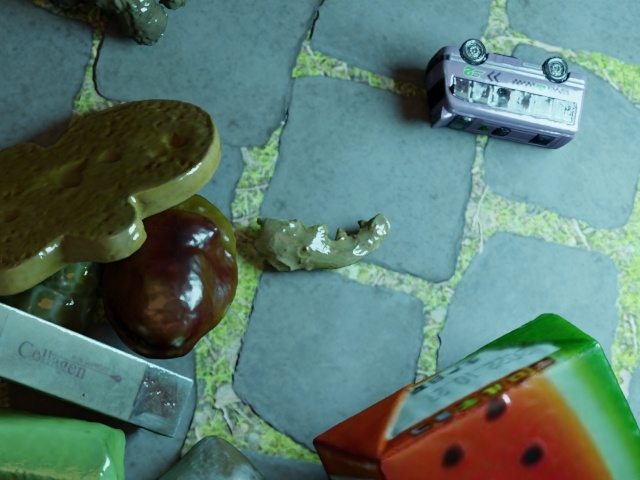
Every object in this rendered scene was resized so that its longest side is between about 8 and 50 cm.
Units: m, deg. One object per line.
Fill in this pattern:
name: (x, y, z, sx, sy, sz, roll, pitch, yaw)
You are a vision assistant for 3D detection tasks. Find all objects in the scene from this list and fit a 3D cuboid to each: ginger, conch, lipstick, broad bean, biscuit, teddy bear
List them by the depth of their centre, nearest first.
lipstick: (-0.312, 0.124, 1.533, 0.371, 0.080, 0.076, 27, 78, -36)
conch: (-0.327, 0.074, 1.635, 0.173, 0.106, 0.116, -8, 62, 3)
biscuit: (-0.276, -0.058, 1.642, 0.355, 0.052, 0.275, -36, 44, -30)
broad bean: (-0.172, 0.034, 1.646, 0.156, 0.122, 0.228, 20, 53, 0)
ginger: (0.001, 0.003, 1.743, 0.174, 0.051, 0.069, -1, 80, -15)
teddy bear: (-0.237, -0.362, 1.765, 0.177, 0.140, 0.190, 28, 63, 2)

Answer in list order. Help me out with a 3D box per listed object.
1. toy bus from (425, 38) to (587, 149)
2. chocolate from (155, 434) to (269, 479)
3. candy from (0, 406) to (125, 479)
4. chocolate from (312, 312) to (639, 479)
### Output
toy bus: (0.236, -0.185, 1.814, 0.199, 0.096, 0.108, 10, 77, -10)
chocolate: (-0.170, 0.367, 1.582, 0.303, 0.100, 0.185, -39, 87, -15)
candy: (-0.388, 0.239, 1.549, 0.344, 0.132, 0.142, 8, 56, -5)
chocolate: (0.225, 0.311, 1.596, 0.341, 0.161, 0.360, -26, 94, -16)
